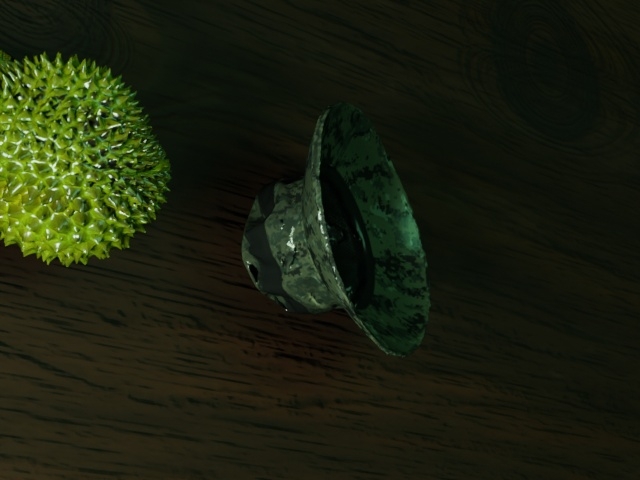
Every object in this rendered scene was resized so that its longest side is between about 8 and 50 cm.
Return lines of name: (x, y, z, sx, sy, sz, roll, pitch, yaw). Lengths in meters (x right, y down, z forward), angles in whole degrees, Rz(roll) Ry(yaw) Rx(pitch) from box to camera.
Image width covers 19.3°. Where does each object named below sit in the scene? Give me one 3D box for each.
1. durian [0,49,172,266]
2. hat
durian: (-0.213, -0.068, 1.503, 0.198, 0.159, 0.146, 47, 55, -23)
hat: (0.000, 0.000, 1.765, 0.265, 0.128, 0.266, 43, 40, -52)
